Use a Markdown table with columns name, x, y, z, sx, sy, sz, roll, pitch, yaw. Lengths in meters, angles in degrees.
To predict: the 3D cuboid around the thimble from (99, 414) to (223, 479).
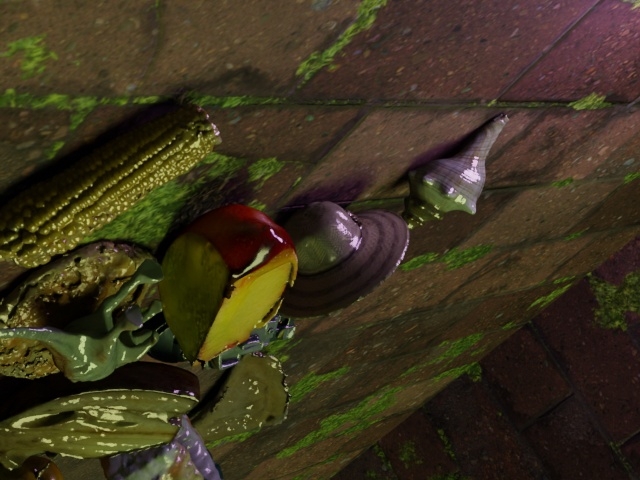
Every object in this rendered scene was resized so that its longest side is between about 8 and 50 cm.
| name | x | y | z | sx | sy | sz | roll | pitch | yaw |
| --- | --- | --- | --- | --- | --- | --- | --- | --- | --- |
| thimble | -0.298 | 0.435 | 2.244 | 0.167 | 0.254 | 0.288 | -33 | 161 | 0 |

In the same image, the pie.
| name | x | y | z | sx | sy | sz | roll | pitch | yaw |
| --- | --- | --- | --- | --- | --- | --- | --- | --- | --- |
| pie | -0.340 | 0.095 | 1.638 | 0.274 | 0.055 | 0.274 | -31 | 158 | -14 |

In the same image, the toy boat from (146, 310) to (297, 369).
| name | x | y | z | sx | sy | sz | roll | pitch | yaw |
| --- | --- | --- | --- | --- | --- | --- | --- | --- | --- |
| toy boat | -0.156 | 0.139 | 1.928 | 0.296 | 0.122 | 0.114 | -13 | 129 | -37 |

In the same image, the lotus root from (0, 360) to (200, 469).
| name | x | y | z | sx | sy | sz | roll | pitch | yaw |
| --- | --- | --- | --- | --- | --- | --- | --- | --- | --- |
| lotus root | -0.354 | 0.248 | 1.868 | 0.314 | 0.142 | 0.210 | -1 | 136 | -18 |

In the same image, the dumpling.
| name | x | y | z | sx | sy | sz | roll | pitch | yaw |
| --- | --- | --- | --- | --- | --- | --- | --- | --- | --- |
| dumpling | -0.145 | 0.312 | 2.438 | 0.166 | 0.086 | 0.332 | 18 | 137 | -23 |

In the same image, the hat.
| name | x | y | z | sx | sy | sz | roll | pitch | yaw |
| --- | --- | --- | --- | --- | --- | --- | --- | --- | --- |
| hat | 0.000 | 0.000 | 1.818 | 0.252 | 0.252 | 0.110 | -32 | 120 | 1 |

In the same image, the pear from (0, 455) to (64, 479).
| name | x | y | z | sx | sy | sz | roll | pitch | yaw |
| --- | --- | --- | --- | --- | --- | --- | --- | --- | --- |
| pear | -0.550 | 0.534 | 2.081 | 0.285 | 0.285 | 0.336 | -15 | 156 | -40 |

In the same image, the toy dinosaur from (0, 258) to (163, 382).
| name | x | y | z | sx | sy | sz | roll | pitch | yaw |
| --- | --- | --- | --- | --- | --- | --- | --- | --- | --- |
| toy dinosaur | -0.299 | 0.123 | 1.566 | 0.205 | 0.092 | 0.393 | -41 | 167 | 28 |

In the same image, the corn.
| name | x | y | z | sx | sy | sz | roll | pitch | yaw |
| --- | --- | --- | --- | --- | --- | --- | --- | --- | --- |
| corn | -0.244 | -0.060 | 1.347 | 0.288 | 0.086 | 0.086 | -31 | 161 | -2 |

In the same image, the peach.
| name | x | y | z | sx | sy | sz | roll | pitch | yaw |
| --- | --- | --- | --- | --- | --- | --- | --- | --- | --- |
| peach | -0.126 | 0.030 | 1.654 | 0.159 | 0.154 | 0.267 | -26 | 154 | -37 |

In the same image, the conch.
| name | x | y | z | sx | sy | sz | roll | pitch | yaw |
| --- | --- | --- | --- | --- | --- | --- | --- | --- | --- |
| conch | 0.221 | -0.090 | 1.960 | 0.234 | 0.114 | 0.137 | -31 | 176 | -18 |
